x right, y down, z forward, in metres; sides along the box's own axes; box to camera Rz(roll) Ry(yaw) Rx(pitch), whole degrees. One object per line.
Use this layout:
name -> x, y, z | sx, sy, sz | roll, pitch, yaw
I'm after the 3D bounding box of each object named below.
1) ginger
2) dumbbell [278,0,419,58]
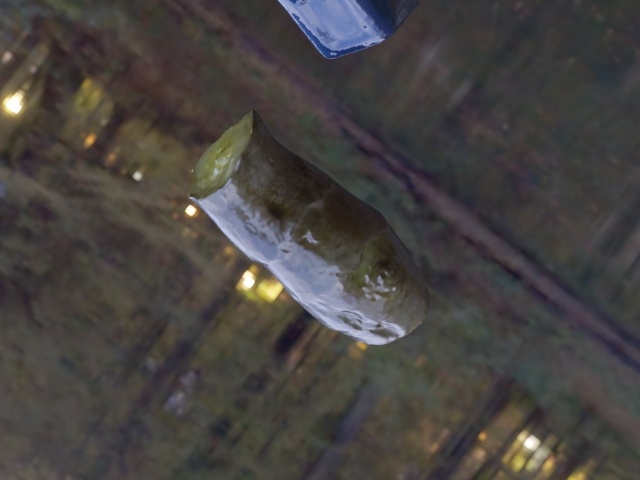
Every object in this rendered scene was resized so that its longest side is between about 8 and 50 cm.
ginger -> 0.000, 0.000, 1.239 | 0.263, 0.109, 0.116 | 43, -155, -30
dumbbell -> 0.118, -0.248, 1.057 | 0.144, 0.324, 0.160 | 5, -107, -63
